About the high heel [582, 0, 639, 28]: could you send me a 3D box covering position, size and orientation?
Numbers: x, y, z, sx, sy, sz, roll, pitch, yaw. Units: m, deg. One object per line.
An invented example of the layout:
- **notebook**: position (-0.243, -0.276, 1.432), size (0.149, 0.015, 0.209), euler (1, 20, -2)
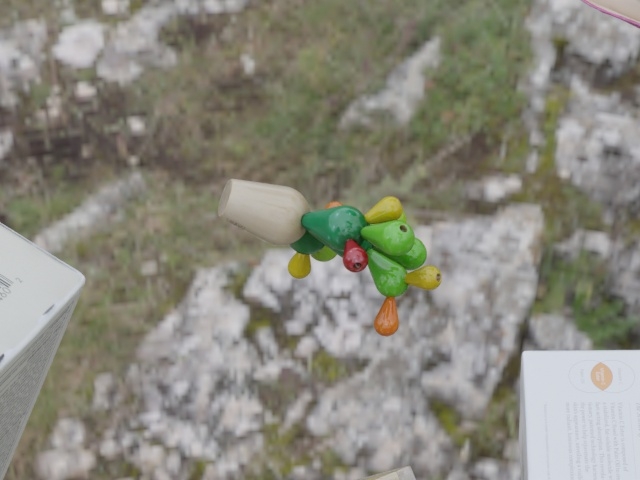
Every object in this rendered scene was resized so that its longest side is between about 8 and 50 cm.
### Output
- **high heel**: position (0.165, -0.171, 1.088), size (0.244, 0.082, 0.117), euler (25, 25, -12)

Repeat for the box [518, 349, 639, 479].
- **box**: position (0.395, 0.251, 1.991), size (0.345, 0.168, 0.215), euler (0, 46, 5)

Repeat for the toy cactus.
- **toy cactus**: position (0.000, 0.000, 1.514), size (0.180, 0.112, 0.219), euler (18, 4, -15)

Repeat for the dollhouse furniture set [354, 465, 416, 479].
- **dollhouse furniture set**: position (0.006, 0.146, 0.623), size (0.182, 0.161, 0.101), euler (-16, 85, -38)

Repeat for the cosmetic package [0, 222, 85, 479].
- **cosmetic package**: position (-0.273, 0.140, 1.159), size (0.113, 0.309, 0.160), euler (32, 35, 5)
